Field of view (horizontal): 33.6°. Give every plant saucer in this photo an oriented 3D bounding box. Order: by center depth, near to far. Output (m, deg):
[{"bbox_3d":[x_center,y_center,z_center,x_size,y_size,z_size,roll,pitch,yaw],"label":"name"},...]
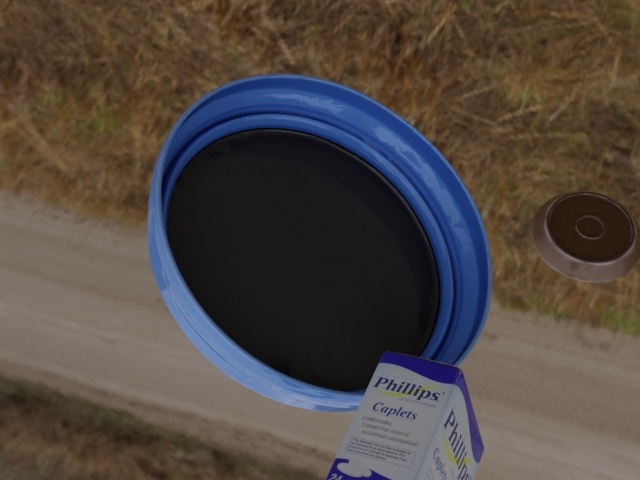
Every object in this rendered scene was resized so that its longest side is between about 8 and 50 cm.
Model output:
[{"bbox_3d":[0.404,-0.014,1.599,0.168,0.168,0.029,17,146,12],"label":"plant saucer"}]

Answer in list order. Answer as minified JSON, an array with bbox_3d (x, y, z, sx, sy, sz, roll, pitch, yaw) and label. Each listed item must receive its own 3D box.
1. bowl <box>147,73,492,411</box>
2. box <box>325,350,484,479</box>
[{"bbox_3d":[0.000,0.000,1.137,0.391,0.391,0.077,30,141,-9],"label":"bowl"},{"bbox_3d":[0.074,0.186,0.880,0.072,0.137,0.126,8,141,26],"label":"box"}]
